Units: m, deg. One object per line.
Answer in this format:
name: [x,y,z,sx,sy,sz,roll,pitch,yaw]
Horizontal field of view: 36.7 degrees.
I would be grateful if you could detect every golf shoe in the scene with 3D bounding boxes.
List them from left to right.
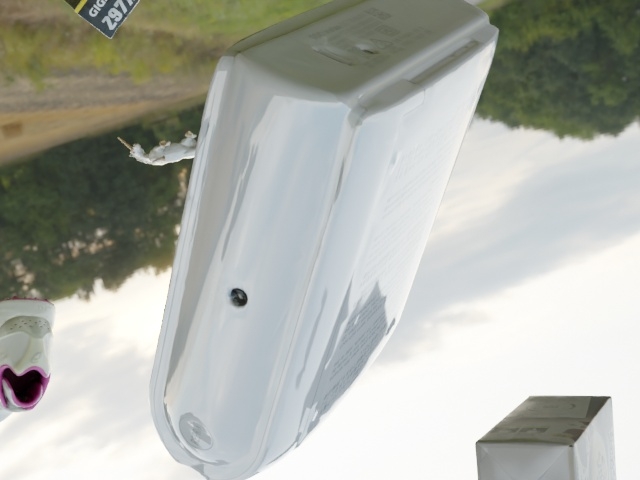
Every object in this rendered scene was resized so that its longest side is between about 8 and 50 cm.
golf shoe: [-0.480,0.216,1.466,0.115,0.140,0.306,3,140,-30]

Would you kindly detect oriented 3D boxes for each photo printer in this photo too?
photo printer: [0.000,0.000,0.648,0.107,0.308,0.256,26,-147,16]

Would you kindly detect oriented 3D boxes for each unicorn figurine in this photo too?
unicorn figurine: [-0.269,-0.159,1.698,0.161,0.060,0.111,0,176,-18]

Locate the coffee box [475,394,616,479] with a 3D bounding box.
coffee box: [0.292,0.301,1.207,0.118,0.168,0.297,-4,-179,24]

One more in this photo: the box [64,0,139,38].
box: [-0.323,-0.476,1.563,0.257,0.079,0.322,-51,-149,3]
